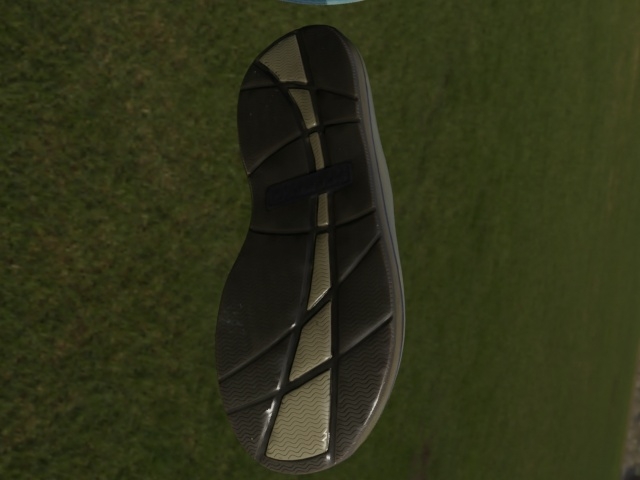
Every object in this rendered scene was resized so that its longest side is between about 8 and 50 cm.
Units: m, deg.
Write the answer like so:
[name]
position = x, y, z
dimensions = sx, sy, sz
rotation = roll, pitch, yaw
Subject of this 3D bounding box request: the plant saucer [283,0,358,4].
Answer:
[plant saucer]
position = 0.014, -0.314, 0.605
dimensions = 0.043, 0.318, 0.317
rotation = -122, -163, -50

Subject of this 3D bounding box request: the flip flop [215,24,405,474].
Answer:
[flip flop]
position = 0.000, 0.000, 0.559
dimensions = 0.080, 0.112, 0.277
rotation = 42, 40, -57
